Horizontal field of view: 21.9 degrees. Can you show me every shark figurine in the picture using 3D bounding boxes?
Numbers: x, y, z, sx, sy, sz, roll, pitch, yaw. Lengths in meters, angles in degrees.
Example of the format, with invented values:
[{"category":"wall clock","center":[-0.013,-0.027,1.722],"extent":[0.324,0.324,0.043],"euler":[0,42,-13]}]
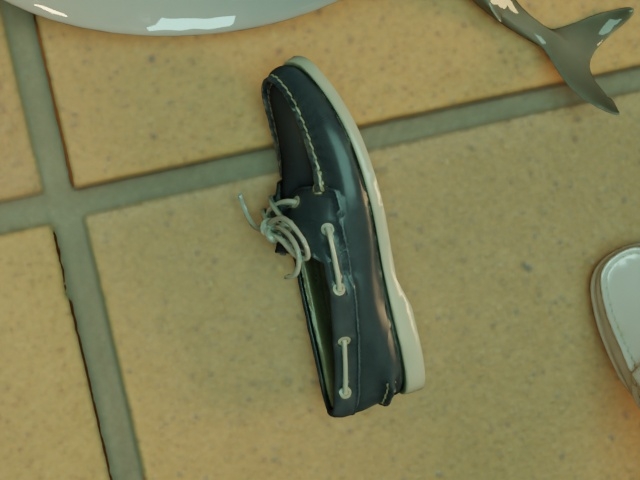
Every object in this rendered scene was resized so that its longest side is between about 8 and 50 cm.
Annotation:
[{"category":"shark figurine","center":[0.114,-0.211,1.133],"extent":[0.166,0.116,0.278],"euler":[-8,119,16]}]

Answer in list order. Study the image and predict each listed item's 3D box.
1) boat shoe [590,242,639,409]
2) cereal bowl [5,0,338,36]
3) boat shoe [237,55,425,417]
[{"category":"boat shoe","center":[0.274,0.112,1.144],"extent":[0.098,0.096,0.277],"euler":[-33,68,8]},{"category":"cereal bowl","center":[-0.083,-0.273,1.031],"extent":[0.338,0.339,0.141],"euler":[-4,66,-6]},{"category":"boat shoe","center":[0.000,0.000,1.158],"extent":[0.079,0.095,0.255],"euler":[-21,105,-16]}]
